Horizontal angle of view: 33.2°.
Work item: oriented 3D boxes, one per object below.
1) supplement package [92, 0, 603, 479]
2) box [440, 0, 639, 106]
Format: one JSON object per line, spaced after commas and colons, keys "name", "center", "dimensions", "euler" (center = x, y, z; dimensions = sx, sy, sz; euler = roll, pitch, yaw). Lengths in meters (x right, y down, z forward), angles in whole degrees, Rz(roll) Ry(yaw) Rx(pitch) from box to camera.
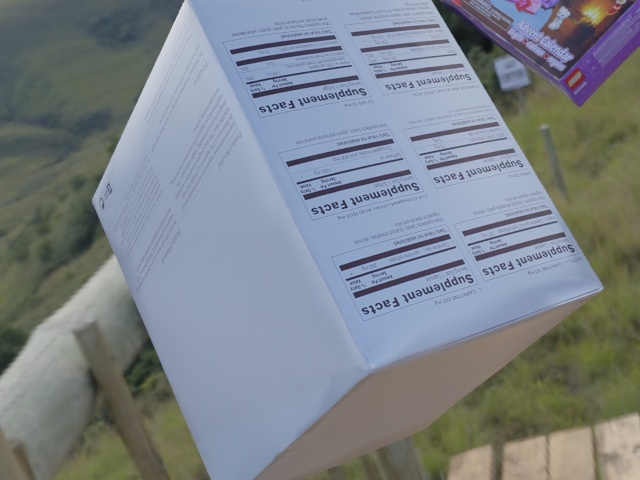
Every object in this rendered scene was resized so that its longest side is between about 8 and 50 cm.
{"name": "supplement package", "center": [0.000, 0.000, 0.579], "dimensions": [0.149, 0.203, 0.194], "euler": [-14, -22, -33]}
{"name": "box", "center": [0.265, -0.300, 1.204], "dimensions": [0.201, 0.057, 0.293], "euler": [-46, 43, 7]}
